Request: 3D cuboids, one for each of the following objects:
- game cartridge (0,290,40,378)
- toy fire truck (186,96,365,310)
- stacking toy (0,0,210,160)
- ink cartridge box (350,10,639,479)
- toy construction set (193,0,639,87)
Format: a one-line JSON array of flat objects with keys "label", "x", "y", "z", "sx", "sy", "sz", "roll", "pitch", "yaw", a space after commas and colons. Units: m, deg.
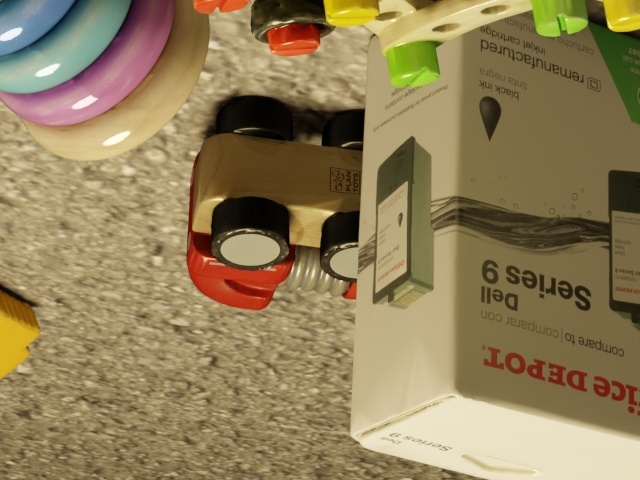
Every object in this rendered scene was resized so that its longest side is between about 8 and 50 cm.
[{"label": "game cartridge", "x": -0.441, "y": 0.104, "z": 1.752, "sx": 0.285, "sy": 0.053, "sz": 0.323, "roll": -37, "pitch": 147, "yaw": 12}, {"label": "toy fire truck", "x": 0.000, "y": 0.000, "z": 1.528, "sx": 0.217, "sy": 0.158, "sz": 0.246, "roll": 6, "pitch": 147, "yaw": -10}, {"label": "stacking toy", "x": -0.206, "y": -0.180, "z": 1.131, "sx": 0.141, "sy": 0.141, "sz": 0.330, "roll": -11, "pitch": 147, "yaw": 30}, {"label": "ink cartridge box", "x": 0.141, "y": 0.004, "z": 1.300, "sx": 0.211, "sy": 0.289, "sz": 0.121, "roll": 15, "pitch": 154, "yaw": -29}, {"label": "toy construction set", "x": 0.043, "y": -0.181, "z": 1.040, "sx": 0.215, "sy": 0.151, "sz": 0.328, "roll": -11, "pitch": 154, "yaw": 19}]
